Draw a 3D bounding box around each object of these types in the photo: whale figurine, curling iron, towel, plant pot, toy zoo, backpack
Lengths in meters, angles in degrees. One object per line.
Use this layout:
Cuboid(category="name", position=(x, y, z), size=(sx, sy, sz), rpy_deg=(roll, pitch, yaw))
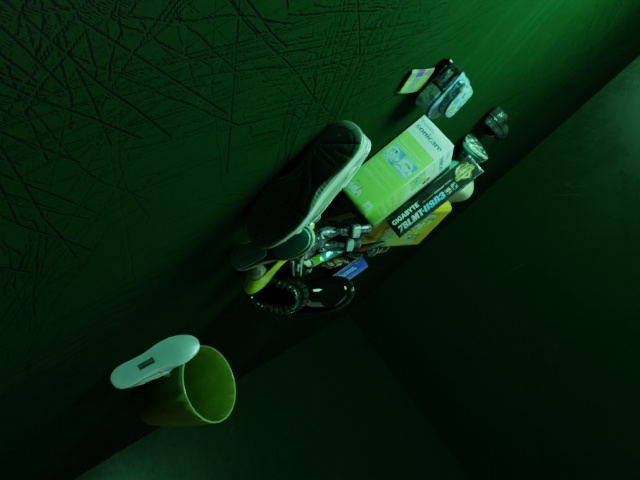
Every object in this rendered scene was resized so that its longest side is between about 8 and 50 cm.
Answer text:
Cuboid(category="whale figurine", position=(0.459, -0.216, 1.599), size=(0.217, 0.141, 0.272), rpy_deg=(10, 169, -16))
Cuboid(category="curling iron", position=(0.168, 0.037, 1.537), size=(0.274, 0.068, 0.035), rpy_deg=(-17, 132, -53))
Cuboid(category="towel", position=(0.200, -0.334, 0.876), size=(0.083, 0.009, 0.060), rpy_deg=(-24, 161, -37))
Cuboid(category="plant pot", position=(-0.513, 0.566, 1.535), size=(0.294, 0.274, 0.275), rpy_deg=(-26, 169, 19))
Cuboid(category="toy zoo", position=(0.037, 0.046, 1.471), size=(0.293, 0.030, 0.192), rpy_deg=(-26, 176, -23))
Cuboid(category="backpack", position=(0.274, -0.323, 0.929), size=(0.114, 0.084, 0.105), rpy_deg=(-44, 163, 22))

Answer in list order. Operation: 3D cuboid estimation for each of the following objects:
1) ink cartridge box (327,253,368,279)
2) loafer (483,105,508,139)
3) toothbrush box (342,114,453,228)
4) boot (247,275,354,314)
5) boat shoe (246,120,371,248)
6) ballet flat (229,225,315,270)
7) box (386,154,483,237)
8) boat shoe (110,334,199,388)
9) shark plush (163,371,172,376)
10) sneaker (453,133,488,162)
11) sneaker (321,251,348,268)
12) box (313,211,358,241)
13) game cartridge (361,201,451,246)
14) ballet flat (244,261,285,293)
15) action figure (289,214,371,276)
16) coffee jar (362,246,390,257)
Cuboid(category="ink cartridge box", position=(0.112, 0.143, 1.863), size=(0.165, 0.065, 0.332), rpy_deg=(-34, 176, -7))
Cuboid(category="loafer", position=(0.615, -0.403, 1.486), size=(0.078, 0.076, 0.223), rpy_deg=(-36, 161, 17))
Cuboid(category="toothbrush box", position=(0.212, -0.177, 1.156), size=(0.283, 0.122, 0.206), rpy_deg=(-40, 165, 5))
Cuboid(category="boot", position=(-0.055, 0.184, 1.425), size=(0.349, 0.131, 0.260), rpy_deg=(-11, 164, 1))
Cuboid(category="boat shoe", position=(-0.023, -0.103, 0.868), size=(0.320, 0.118, 0.103), rpy_deg=(-48, 158, 13))
Cuboid(category="ballet flat", position=(-0.104, 0.012, 0.979), size=(0.249, 0.086, 0.086), rpy_deg=(-14, 178, 30))
Cuboid(category="box", position=(0.344, -0.125, 1.302), size=(0.293, 0.073, 0.295), rpy_deg=(-40, 174, 11))
Cuboid(category="boat shoe", position=(-0.493, 0.364, 1.264), size=(0.258, 0.095, 0.084), rpy_deg=(-18, 162, -23))
Cuboid(category="shark plush", position=(-0.563, 0.426, 1.394), size=(0.161, 0.073, 0.067), rpy_deg=(-22, 153, 30))
Cuboid(category="sneaker", position=(0.554, -0.314, 1.561), size=(0.110, 0.107, 0.275), rpy_deg=(-32, 167, 18))
Cuboid(category="sneaker", position=(0.055, 0.076, 1.675), size=(0.084, 0.069, 0.185), rpy_deg=(-24, 167, 15))
Cuboid(category="box", position=(0.034, -0.030, 1.312), size=(0.232, 0.058, 0.087), rpy_deg=(-19, 157, -51))
Cuboid(category="game cartridge", position=(0.292, -0.054, 1.604), size=(0.324, 0.052, 0.285), rpy_deg=(-6, 153, -20))
Cuboid(category="ballet flat", position=(-0.144, 0.054, 1.164), size=(0.231, 0.077, 0.077), rpy_deg=(-42, 143, 6))
Cuboid(category="action figure", position=(0.000, 0.000, 1.124), size=(0.285, 0.099, 0.185), rpy_deg=(-9, 125, -41))
Cuboid(category="coffee jar", position=(0.228, 0.018, 1.810), size=(0.079, 0.096, 0.184), rpy_deg=(-48, 161, 26))
